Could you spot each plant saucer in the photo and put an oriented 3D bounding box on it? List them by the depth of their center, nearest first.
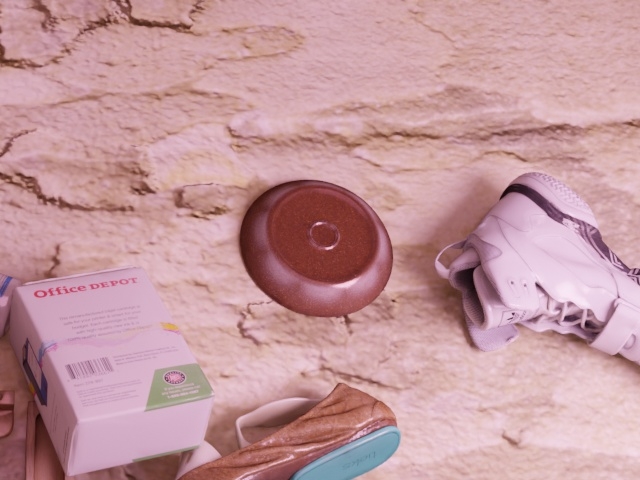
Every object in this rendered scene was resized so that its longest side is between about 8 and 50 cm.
[{"bbox_3d":[0.000,0.000,1.587,0.199,0.036,0.198,8,58,-12],"label":"plant saucer"}]

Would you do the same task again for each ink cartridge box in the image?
[{"bbox_3d":[-0.229,0.134,1.365,0.154,0.093,0.212,-9,45,-29],"label":"ink cartridge box"}]

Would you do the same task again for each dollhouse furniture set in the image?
[{"bbox_3d":[-0.329,0.216,1.314,0.151,0.123,0.144,3,60,-14],"label":"dollhouse furniture set"}]

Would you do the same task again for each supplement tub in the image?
[{"bbox_3d":[-0.393,0.061,1.419,0.107,0.071,0.071,20,57,-4],"label":"supplement tub"}]

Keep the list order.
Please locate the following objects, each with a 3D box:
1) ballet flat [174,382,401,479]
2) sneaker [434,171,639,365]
[{"bbox_3d":[-0.072,0.246,1.389,0.342,0.116,0.124,-26,50,-27],"label":"ballet flat"},{"bbox_3d":[0.312,0.091,1.567,0.210,0.137,0.366,-34,69,-29],"label":"sneaker"}]
